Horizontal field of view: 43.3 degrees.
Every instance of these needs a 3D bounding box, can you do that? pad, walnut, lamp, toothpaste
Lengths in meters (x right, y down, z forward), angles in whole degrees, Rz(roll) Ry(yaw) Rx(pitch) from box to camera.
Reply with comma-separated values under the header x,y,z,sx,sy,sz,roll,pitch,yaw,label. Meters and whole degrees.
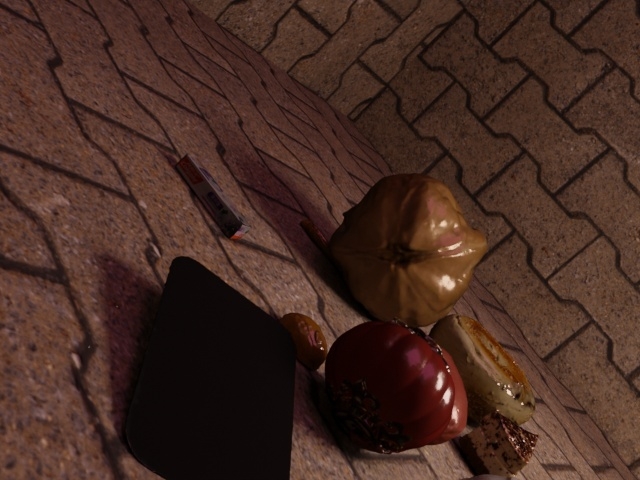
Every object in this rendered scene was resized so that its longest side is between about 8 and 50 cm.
x,y,z,sx,sy,sz,roll,pitch,yaw,label
-0.167,0.181,1.051,0.315,0.063,0.375,41,26,-23,pad
-0.023,0.168,1.415,0.091,0.052,0.121,29,25,-56,walnut
0.106,0.239,1.303,0.227,0.227,0.227,42,15,-15,lamp
-0.211,-0.086,1.586,0.196,0.040,0.047,51,11,17,toothpaste
0.205,0.027,1.889,0.383,0.383,0.384,42,15,-15,walnut

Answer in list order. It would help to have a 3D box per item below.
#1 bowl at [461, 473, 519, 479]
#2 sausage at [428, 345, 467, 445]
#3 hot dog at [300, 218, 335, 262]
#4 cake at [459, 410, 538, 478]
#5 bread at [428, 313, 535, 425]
x,y,z,sx,sy,sz,roll,pitch,yaw,label
0.356,0.503,1.511,0.189,0.086,0.189,43,16,-15,bowl
0.204,0.288,1.554,0.148,0.148,0.254,37,23,-32,sausage
0.000,-0.001,1.963,0.137,0.028,0.044,52,23,17,hot dog
0.404,0.465,1.699,0.246,0.112,0.135,35,21,-46,cake
0.364,0.314,1.883,0.305,0.159,0.305,44,12,-12,bread
